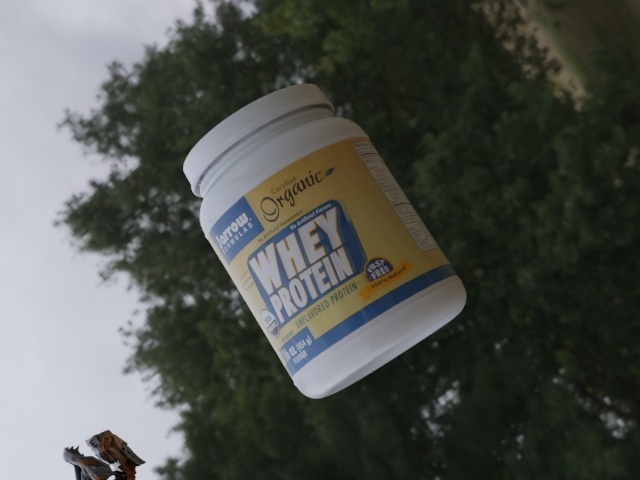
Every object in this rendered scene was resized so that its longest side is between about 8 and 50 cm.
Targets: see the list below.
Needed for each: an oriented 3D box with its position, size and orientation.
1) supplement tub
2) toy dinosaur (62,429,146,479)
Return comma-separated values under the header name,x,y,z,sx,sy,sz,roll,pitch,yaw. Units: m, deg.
name,x,y,z,sx,sy,sz,roll,pitch,yaw
supplement tub,0.000,0.000,0.804,0.200,0.144,0.144,58,-167,10
toy dinosaur,-0.216,0.373,1.153,0.322,0.218,0.164,60,156,26
